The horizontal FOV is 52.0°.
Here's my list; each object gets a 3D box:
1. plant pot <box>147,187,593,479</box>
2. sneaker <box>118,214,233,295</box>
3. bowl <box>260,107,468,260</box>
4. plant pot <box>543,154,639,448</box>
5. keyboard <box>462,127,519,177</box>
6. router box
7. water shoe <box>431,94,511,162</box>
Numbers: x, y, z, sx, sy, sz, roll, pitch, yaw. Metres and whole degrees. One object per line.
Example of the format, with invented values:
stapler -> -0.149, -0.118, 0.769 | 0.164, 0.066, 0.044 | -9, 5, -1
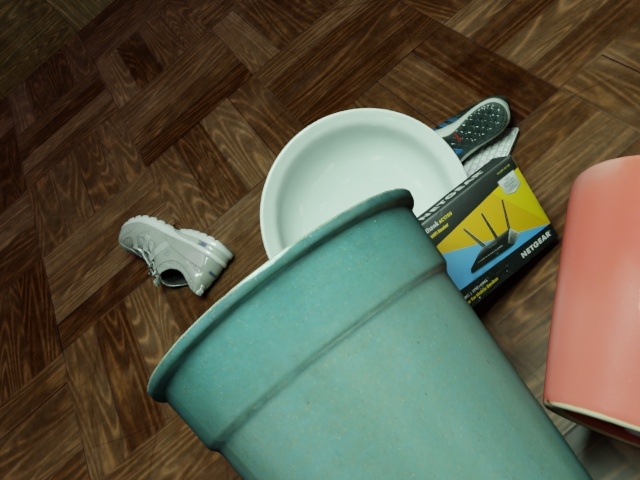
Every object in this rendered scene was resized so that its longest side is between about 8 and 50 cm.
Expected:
plant pot -> 0.062, 0.185, 0.663 | 0.341, 0.341, 0.334 | -39, 78, 4
sneaker -> -0.300, 0.030, 1.239 | 0.281, 0.105, 0.115 | 10, 64, 39
bowl -> 0.065, -0.032, 0.959 | 0.298, 0.134, 0.297 | 0, 87, 1
plant pot -> 0.352, 0.083, 0.647 | 0.275, 0.275, 0.243 | 12, 76, 40
keyboard -> 0.230, -0.071, 1.007 | 0.072, 0.014, 0.256 | 10, 64, 40
router box -> 0.207, -0.007, 0.862 | 0.179, 0.133, 0.046 | -38, 12, -13
water shoe -> 0.217, -0.161, 1.055 | 0.203, 0.072, 0.080 | -27, 11, 31
